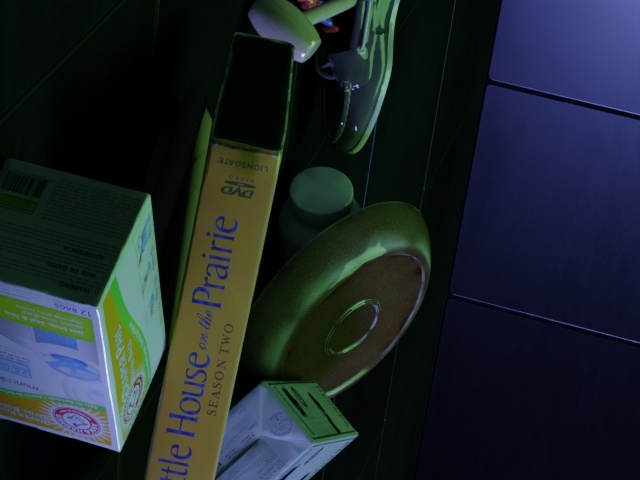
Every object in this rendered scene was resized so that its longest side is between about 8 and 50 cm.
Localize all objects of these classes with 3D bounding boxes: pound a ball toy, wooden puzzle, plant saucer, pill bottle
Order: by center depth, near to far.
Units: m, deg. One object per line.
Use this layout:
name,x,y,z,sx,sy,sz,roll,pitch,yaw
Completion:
wooden puzzle,-0.139,-0.009,1.797,0.238,0.044,0.221,82,24,-74
pound a ball toy,0.021,-0.338,2.019,0.208,0.136,0.319,-52,-179,29
plant saucer,0.025,0.091,2.320,0.310,0.050,0.310,-34,151,-23
pill bottle,0.000,0.000,2.329,0.184,0.103,0.103,92,17,-51

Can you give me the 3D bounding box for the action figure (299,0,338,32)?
action figure,-0.006,-0.257,2.166,0.115,0.030,0.038,28,72,-74

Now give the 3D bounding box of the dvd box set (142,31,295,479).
dvd box set,-0.094,0.063,1.667,0.307,0.062,0.420,-86,-172,-68

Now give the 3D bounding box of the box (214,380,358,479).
box,-0.065,0.239,2.163,0.169,0.087,0.290,-42,171,4

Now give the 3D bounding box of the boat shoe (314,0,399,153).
boat shoe,0.038,-0.268,2.265,0.112,0.095,0.335,42,-60,61

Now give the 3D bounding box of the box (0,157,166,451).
box,-0.186,0.051,1.431,0.203,0.114,0.103,91,16,-54
